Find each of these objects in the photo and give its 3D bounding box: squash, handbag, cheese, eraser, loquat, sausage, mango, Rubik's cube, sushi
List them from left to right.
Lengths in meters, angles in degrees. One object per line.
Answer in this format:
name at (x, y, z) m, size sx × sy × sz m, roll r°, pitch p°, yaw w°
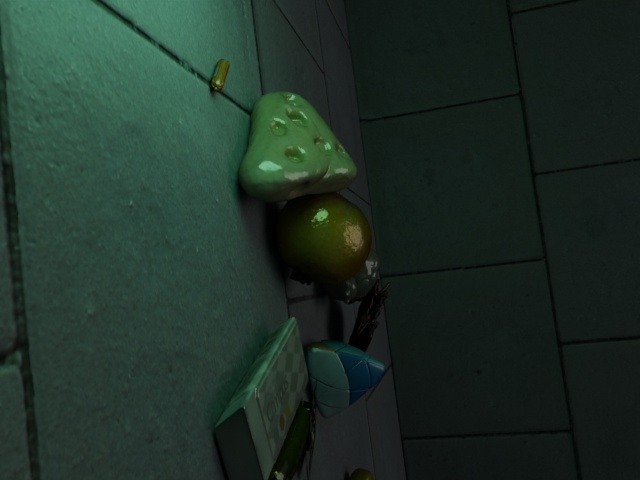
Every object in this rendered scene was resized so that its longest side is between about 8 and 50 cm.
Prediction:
sausage at (-0.228, -0.366, 1.268) m, size 0.031 × 0.031 × 0.107 m, roll 68°, pitch 20°, yaw -46°
eraser at (-0.113, 0.343, 1.221) m, size 0.397 × 0.082 × 0.213 m, roll -55°, pitch 134°, yaw -71°
cheese at (-0.106, -0.250, 1.427) m, size 0.351 × 0.129 × 0.328 m, roll -15°, pitch 65°, yaw -45°
squash at (-0.083, 0.477, 1.270) m, size 0.331 × 0.087 × 0.087 m, roll -56°, pitch 136°, yaw -71°
sushi at (-0.039, 0.495, 1.515) m, size 0.193 × 0.040 × 0.210 m, roll -76°, pitch 168°, yaw -70°
loquat at (0.000, 0.000, 1.567) m, size 0.275 × 0.274 × 0.275 m, roll -8°, pitch 90°, yaw -77°
Rubik's cube at (0.029, 0.355, 1.709) m, size 0.254 × 0.254 × 0.255 m, roll -8°, pitch 90°, yaw -77°
mango at (0.137, 0.890, 1.943) m, size 0.130 × 0.091 × 0.195 m, roll 70°, pitch 22°, yaw -47°
handbag at (0.173, 0.304, 2.113) m, size 0.275 × 0.084 × 0.260 m, roll 106°, pitch 8°, yaw -58°

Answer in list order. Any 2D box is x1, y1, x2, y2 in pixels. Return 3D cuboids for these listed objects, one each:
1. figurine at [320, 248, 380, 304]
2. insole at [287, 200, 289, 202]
figurine at (0.097, 0.118, 2.045) m, size 0.380 × 0.203 × 0.248 m, roll 97°, pitch 12°, yaw -78°
insole at (-0.087, -0.139, 1.777) m, size 0.309 × 0.012 × 0.110 m, roll 62°, pitch 25°, yaw -57°
